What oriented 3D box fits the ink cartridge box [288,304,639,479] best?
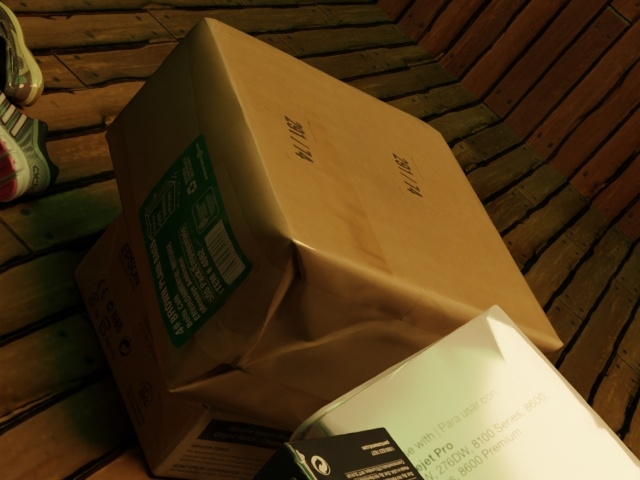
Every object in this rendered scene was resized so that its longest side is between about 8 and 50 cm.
[{"bbox_3d":[0.142,0.282,0.789,0.166,0.285,0.395,-29,67,-29],"label":"ink cartridge box"}]

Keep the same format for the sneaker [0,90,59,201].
[{"bbox_3d":[-0.297,-0.104,1.149,0.075,0.063,0.170,4,47,-56],"label":"sneaker"}]

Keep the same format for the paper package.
[{"bbox_3d":[0.000,0.000,1.051,0.309,0.168,0.325,22,30,-34],"label":"paper package"}]

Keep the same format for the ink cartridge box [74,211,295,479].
[{"bbox_3d":[-0.086,0.098,1.073,0.193,0.088,0.234,16,32,-43],"label":"ink cartridge box"}]

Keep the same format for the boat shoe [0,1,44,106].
[{"bbox_3d":[-0.336,-0.203,1.275,0.152,0.056,0.049,52,19,25],"label":"boat shoe"}]

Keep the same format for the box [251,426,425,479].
[{"bbox_3d":[-0.017,0.255,0.657,0.103,0.261,0.184,6,41,-55],"label":"box"}]
